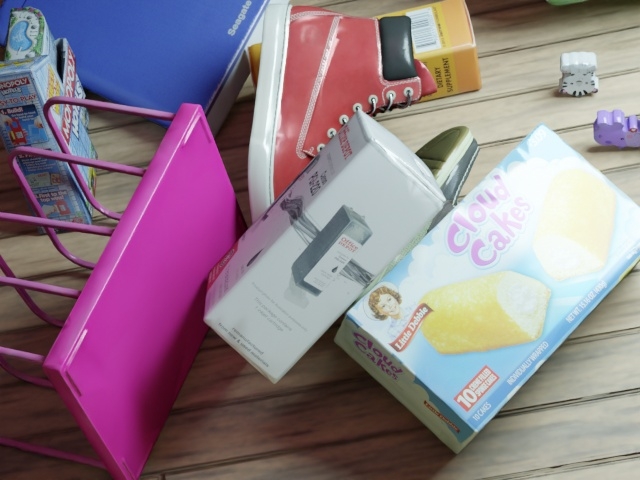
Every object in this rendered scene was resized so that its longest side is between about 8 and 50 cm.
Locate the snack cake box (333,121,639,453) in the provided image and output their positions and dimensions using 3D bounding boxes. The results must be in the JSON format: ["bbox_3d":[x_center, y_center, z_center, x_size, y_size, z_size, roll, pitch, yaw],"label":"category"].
[{"bbox_3d":[0.159,0.040,1.298,0.152,0.089,0.264,43,70,10],"label":"snack cake box"}]

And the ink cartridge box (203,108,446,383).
[{"bbox_3d":[0.000,0.000,1.297,0.218,0.092,0.158,-45,12,9],"label":"ink cartridge box"}]

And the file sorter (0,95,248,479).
[{"bbox_3d":[-0.219,0.037,1.345,0.182,0.202,0.290,10,56,21],"label":"file sorter"}]

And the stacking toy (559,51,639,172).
[{"bbox_3d":[0.334,-0.107,1.428,0.221,0.052,0.167,0,55,10],"label":"stacking toy"}]

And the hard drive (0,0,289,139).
[{"bbox_3d":[-0.203,-0.256,1.616,0.319,0.040,0.210,27,87,28],"label":"hard drive"}]

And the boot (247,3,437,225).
[{"bbox_3d":[0.022,-0.107,1.438,0.176,0.088,0.244,6,86,3],"label":"boot"}]

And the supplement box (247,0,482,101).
[{"bbox_3d":[0.046,-0.181,1.529,0.233,0.078,0.080,-11,55,5],"label":"supplement box"}]

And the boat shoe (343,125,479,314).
[{"bbox_3d":[0.090,-0.009,1.391,0.223,0.073,0.080,-55,22,-21],"label":"boat shoe"}]

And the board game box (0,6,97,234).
[{"bbox_3d":[-0.284,-0.142,1.499,0.060,0.194,0.194,-7,53,7],"label":"board game box"}]

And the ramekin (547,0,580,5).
[{"bbox_3d":[0.270,-0.390,1.504,0.148,0.303,0.303,-14,51,12],"label":"ramekin"}]
